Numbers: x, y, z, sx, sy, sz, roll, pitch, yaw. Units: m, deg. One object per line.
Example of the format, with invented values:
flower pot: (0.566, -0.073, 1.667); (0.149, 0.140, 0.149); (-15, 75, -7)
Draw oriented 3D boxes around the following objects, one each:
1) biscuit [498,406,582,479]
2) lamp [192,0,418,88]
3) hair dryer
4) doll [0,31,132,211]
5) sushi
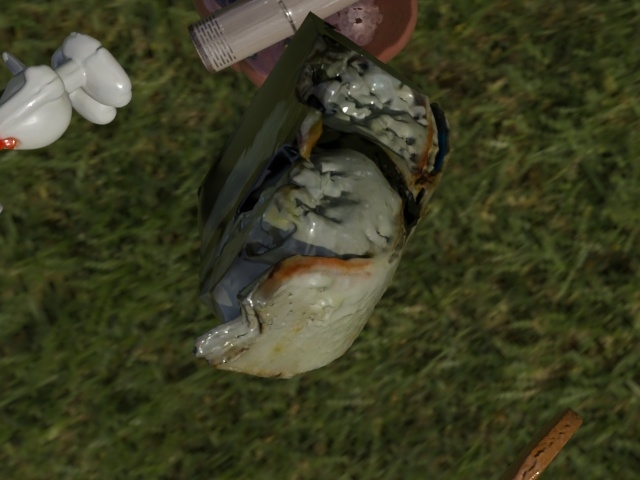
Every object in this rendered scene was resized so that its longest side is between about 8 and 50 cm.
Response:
biscuit: (0.232, 0.280, 1.920); (0.036, 0.186, 0.192); (38, 120, 11)
lamp: (-0.010, -0.322, 1.970); (0.305, 0.239, 0.305); (13, 115, 30)
hair dryer: (-0.062, -0.294, 1.505); (0.195, 0.053, 0.220); (-25, 91, 3)
doll: (-0.297, -0.065, 1.428); (0.144, 0.271, 0.208); (50, 128, 1)
sushi: (0.009, -0.010, 0.860); (0.109, 0.273, 0.134); (28, 109, -14)
